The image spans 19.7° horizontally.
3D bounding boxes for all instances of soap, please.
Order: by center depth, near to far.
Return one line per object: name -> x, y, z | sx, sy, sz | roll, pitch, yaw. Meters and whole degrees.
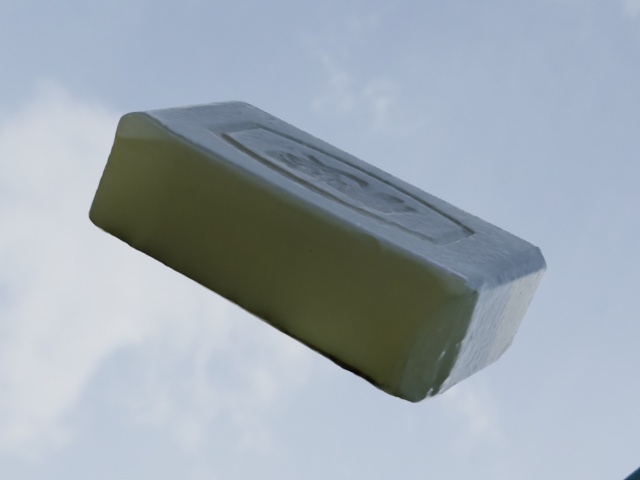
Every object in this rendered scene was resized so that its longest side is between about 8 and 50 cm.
soap -> 0.000, 0.000, 0.844 | 0.183, 0.121, 0.063 | 27, -73, 17

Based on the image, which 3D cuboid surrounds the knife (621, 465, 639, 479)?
knife -> 0.137, 0.165, 0.988 | 0.044, 0.296, 0.026 | 50, -18, 12
